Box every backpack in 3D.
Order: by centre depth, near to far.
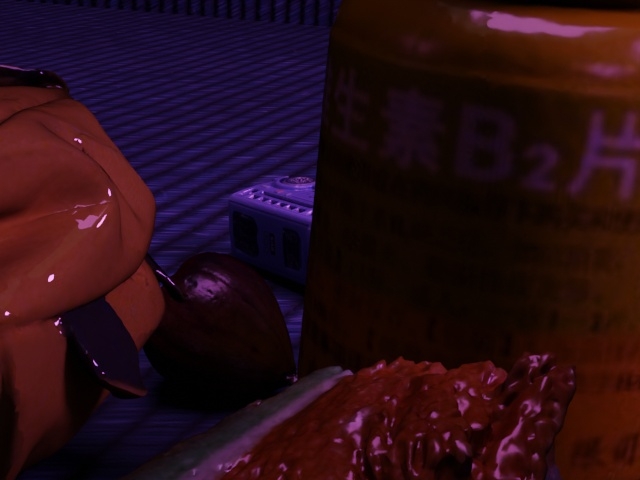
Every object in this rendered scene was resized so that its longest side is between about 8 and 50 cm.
[{"bbox_3d":[-0.253,0.039,0.600,0.377,0.201,0.353,-11,7,8],"label":"backpack"}]

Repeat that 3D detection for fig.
[{"bbox_3d":[-0.046,0.066,0.804,0.125,0.089,0.089,34,24,10],"label":"fig"}]

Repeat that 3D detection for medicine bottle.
[{"bbox_3d":[0.112,-0.066,0.690,0.224,0.385,0.224,6,16,-2],"label":"medicine bottle"}]

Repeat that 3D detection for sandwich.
[{"bbox_3d":[0.006,0.120,0.495,0.159,0.109,0.184,-7,13,37],"label":"sandwich"}]

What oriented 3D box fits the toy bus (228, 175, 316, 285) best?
[{"bbox_3d":[0.000,0.000,1.022,0.076,0.073,0.167,-13,19,-35],"label":"toy bus"}]
